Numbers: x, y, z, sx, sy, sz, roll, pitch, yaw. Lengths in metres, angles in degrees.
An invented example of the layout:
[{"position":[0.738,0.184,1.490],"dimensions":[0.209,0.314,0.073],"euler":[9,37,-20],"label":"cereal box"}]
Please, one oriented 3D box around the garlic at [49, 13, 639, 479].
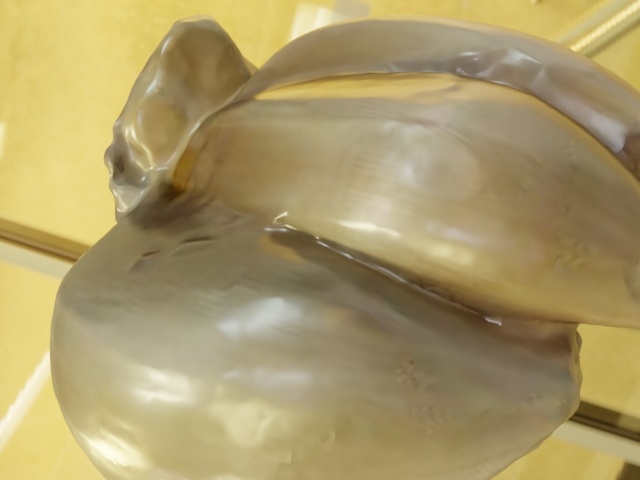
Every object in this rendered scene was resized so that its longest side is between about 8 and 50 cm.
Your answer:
[{"position":[0.001,0.000,0.501],"dimensions":[0.279,0.325,0.132],"euler":[-51,-51,-14],"label":"garlic"}]
